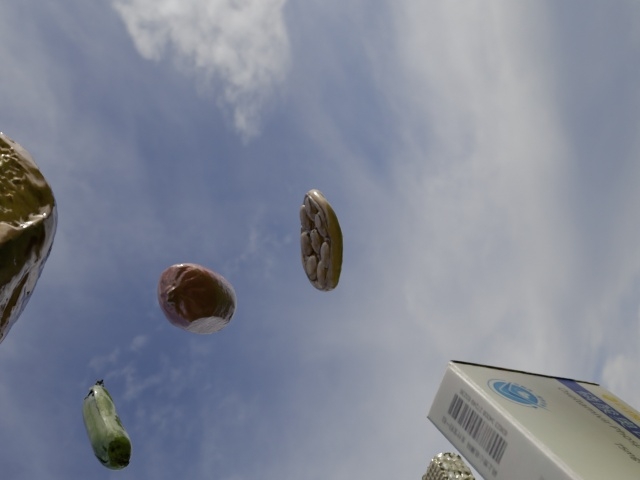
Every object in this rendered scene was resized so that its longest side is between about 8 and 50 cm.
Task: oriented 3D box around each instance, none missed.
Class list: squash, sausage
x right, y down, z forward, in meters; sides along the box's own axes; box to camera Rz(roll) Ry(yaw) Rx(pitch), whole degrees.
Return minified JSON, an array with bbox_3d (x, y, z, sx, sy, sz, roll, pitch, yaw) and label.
[{"bbox_3d":[-0.295,0.249,1.007,0.052,0.183,0.052,-11,-62,-22],"label":"squash"},{"bbox_3d":[-0.257,0.125,1.566,0.254,0.148,0.148,38,-123,-67],"label":"sausage"}]

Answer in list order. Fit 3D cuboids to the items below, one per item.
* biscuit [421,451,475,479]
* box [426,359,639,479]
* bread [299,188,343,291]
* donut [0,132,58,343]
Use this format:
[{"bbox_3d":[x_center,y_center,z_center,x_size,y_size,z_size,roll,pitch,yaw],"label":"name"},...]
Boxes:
[{"bbox_3d":[0.171,0.446,1.122,0.062,0.108,0.238,11,-66,-20],"label":"biscuit"},{"bbox_3d":[0.254,0.210,0.585,0.200,0.343,0.065,12,-77,-25],"label":"box"},{"bbox_3d":[0.000,0.000,0.772,0.025,0.110,0.110,-8,-83,-19],"label":"bread"},{"bbox_3d":[-0.342,-0.017,0.502,0.299,0.150,0.317,32,-154,-21],"label":"donut"}]
